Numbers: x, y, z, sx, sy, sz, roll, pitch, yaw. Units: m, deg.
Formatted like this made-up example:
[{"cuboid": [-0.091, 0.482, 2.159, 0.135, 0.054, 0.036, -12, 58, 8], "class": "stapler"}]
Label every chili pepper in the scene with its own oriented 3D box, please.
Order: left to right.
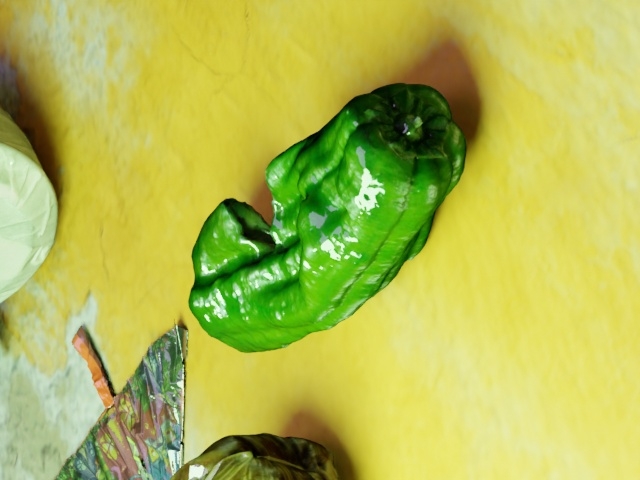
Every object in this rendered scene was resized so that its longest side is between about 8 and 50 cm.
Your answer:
[{"cuboid": [0.000, -0.001, 1.133, 0.253, 0.083, 0.099, -39, 60, 52], "class": "chili pepper"}]

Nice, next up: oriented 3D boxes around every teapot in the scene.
[{"cuboid": [-0.274, -0.032, 1.463, 0.163, 0.221, 0.178, -34, 45, 4], "class": "teapot"}]

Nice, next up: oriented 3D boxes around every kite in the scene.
[{"cuboid": [-0.138, 0.140, 1.373, 0.232, 0.009, 0.189, -53, 52, 40], "class": "kite"}]

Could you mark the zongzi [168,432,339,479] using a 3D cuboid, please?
[{"cuboid": [-0.087, 0.256, 1.228, 0.288, 0.134, 0.286, -1, 85, 60], "class": "zongzi"}]
